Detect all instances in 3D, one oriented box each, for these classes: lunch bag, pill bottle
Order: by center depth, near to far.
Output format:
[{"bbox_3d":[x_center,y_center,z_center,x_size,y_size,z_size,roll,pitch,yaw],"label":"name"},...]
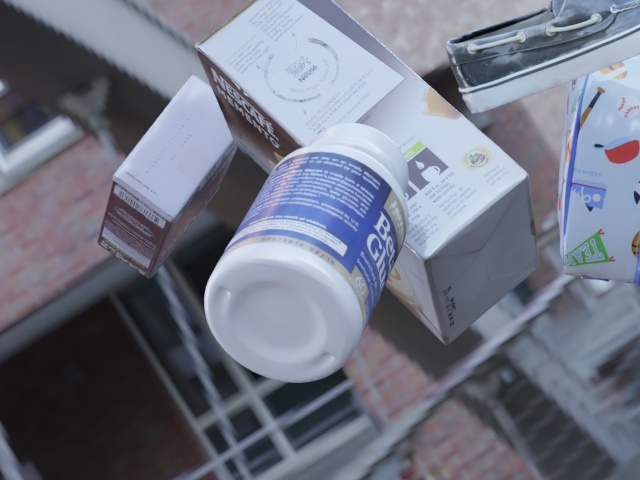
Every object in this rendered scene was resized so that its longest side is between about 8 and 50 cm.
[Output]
[{"bbox_3d":[0.000,0.000,1.066,0.094,0.094,0.169,-32,19,34],"label":"pill bottle"},{"bbox_3d":[0.297,-0.079,1.787,0.115,0.243,0.303,5,11,7],"label":"lunch bag"}]

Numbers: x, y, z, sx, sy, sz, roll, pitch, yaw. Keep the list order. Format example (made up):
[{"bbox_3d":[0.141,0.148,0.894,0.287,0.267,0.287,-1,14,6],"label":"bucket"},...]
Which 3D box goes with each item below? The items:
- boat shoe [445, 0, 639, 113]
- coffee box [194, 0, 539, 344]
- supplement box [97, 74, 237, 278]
[{"bbox_3d":[0.208,-0.173,1.415,0.219,0.070,0.078,-22,14,6],"label":"boat shoe"},{"bbox_3d":[0.035,-0.060,1.259,0.098,0.246,0.141,-40,-27,-12],"label":"coffee box"},{"bbox_3d":[-0.147,-0.056,1.731,0.130,0.073,0.239,-54,0,-18],"label":"supplement box"}]
